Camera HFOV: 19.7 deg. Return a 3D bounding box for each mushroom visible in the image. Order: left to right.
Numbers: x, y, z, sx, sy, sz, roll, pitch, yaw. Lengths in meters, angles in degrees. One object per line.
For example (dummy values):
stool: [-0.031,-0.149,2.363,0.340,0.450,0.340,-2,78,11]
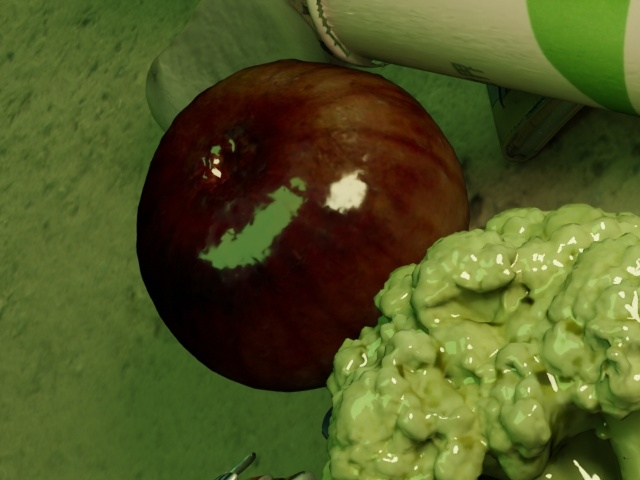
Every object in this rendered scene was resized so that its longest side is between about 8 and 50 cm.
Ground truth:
mushroom: [-0.023,-0.098,1.475,0.328,0.122,0.159,39,119,49]

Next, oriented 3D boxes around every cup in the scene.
cup: [0.160,-0.194,1.181,0.274,0.253,0.253,23,91,29]

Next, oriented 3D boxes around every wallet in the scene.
wallet: [0.152,-0.150,1.348,0.110,0.039,0.155,-47,42,42]

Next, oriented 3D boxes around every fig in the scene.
fig: [-0.013,-0.007,1.254,0.235,0.214,0.235,-4,68,9]

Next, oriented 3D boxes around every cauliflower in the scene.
cauliflower: [0.129,0.112,1.087,0.327,0.260,0.281,-43,40,44]

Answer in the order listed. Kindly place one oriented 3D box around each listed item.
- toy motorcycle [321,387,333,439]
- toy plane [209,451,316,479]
toy motorcycle: [0.064,0.137,1.294,0.112,0.112,0.254,-47,41,24]
toy plane: [-0.079,0.262,1.369,0.107,0.182,0.273,41,109,17]
